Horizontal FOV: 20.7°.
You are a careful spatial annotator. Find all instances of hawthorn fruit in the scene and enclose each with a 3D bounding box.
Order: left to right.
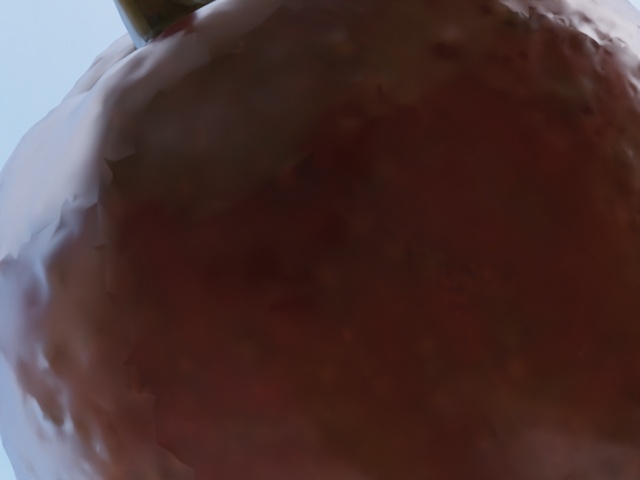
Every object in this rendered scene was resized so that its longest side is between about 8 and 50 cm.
[{"bbox_3d":[0.000,0.000,0.628,0.287,0.287,0.330,-28,-72,17],"label":"hawthorn fruit"}]
